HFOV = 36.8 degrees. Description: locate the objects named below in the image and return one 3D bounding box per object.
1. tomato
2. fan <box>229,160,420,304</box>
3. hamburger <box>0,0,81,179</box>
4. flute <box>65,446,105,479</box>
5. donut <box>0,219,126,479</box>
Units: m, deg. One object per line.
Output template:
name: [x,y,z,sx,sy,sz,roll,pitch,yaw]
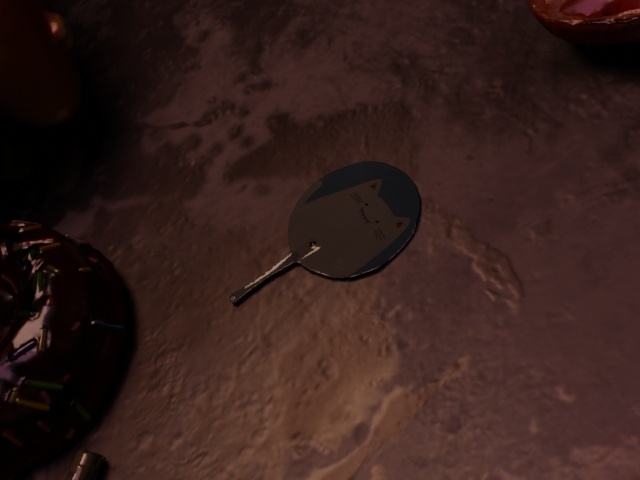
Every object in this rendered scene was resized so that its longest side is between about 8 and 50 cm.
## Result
tomato: [0.243,-0.208,0.754,0.156,0.069,0.155,-16,56,25]
fan: [0.000,0.000,0.772,0.175,0.005,0.113,-34,49,1]
hamburger: [-0.397,-0.213,0.903,0.277,0.395,0.395,-36,49,-1]
flute: [-0.208,0.256,0.679,0.027,0.027,0.233,3,59,29]
donut: [-0.275,0.083,0.798,0.235,0.089,0.235,-13,54,18]
